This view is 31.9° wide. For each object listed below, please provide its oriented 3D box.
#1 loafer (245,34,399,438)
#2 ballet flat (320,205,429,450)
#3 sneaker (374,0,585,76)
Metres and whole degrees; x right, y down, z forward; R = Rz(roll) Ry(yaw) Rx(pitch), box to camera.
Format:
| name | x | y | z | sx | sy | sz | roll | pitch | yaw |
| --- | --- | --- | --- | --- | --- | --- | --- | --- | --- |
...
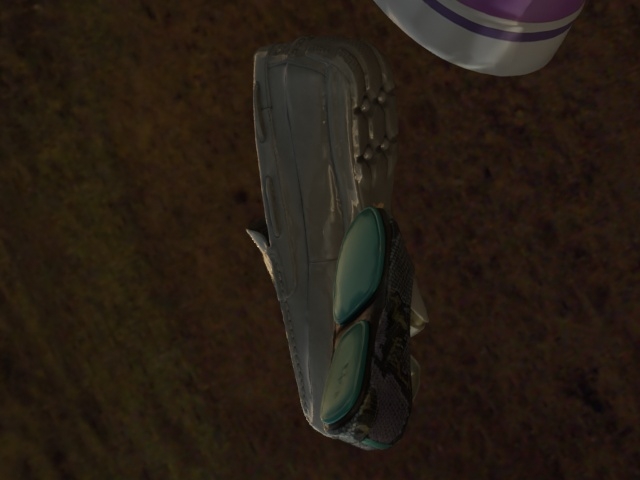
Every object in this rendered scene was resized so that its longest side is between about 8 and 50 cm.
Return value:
| name | x | y | z | sx | sy | sz | roll | pitch | yaw |
| --- | --- | --- | --- | --- | --- | --- | --- | --- | --- |
| loafer | 0.000 | 0.000 | 0.878 | 0.111 | 0.112 | 0.319 | 7 | 105 | 30 |
| ballet flat | 0.024 | 0.036 | 0.448 | 0.041 | 0.041 | 0.114 | 93 | -176 | -46 |
| sneaker | 0.024 | -0.211 | 0.429 | 0.282 | 0.102 | 0.161 | 48 | 144 | 27 |
